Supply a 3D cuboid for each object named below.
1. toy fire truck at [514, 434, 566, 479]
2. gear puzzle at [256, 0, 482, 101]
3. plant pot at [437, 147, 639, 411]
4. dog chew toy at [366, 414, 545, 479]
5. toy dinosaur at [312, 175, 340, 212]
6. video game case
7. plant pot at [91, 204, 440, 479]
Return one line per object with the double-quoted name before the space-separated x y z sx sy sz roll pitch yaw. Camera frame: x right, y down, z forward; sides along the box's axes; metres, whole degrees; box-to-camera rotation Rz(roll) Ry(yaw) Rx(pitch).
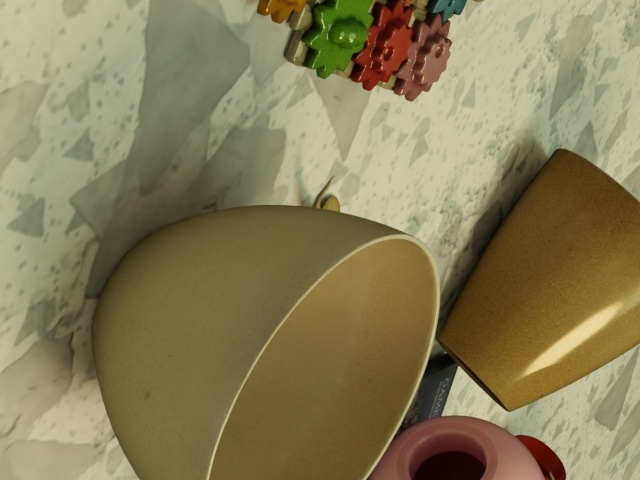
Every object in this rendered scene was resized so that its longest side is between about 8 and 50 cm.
"toy fire truck" 0.314 0.433 2.021 0.169 0.254 0.302 -41 146 -33
"gear puzzle" 0.052 -0.211 1.231 0.339 0.044 0.175 4 112 -60
"plant pot" 0.262 0.065 1.676 0.254 0.237 0.237 -43 150 -3
"dog chew toy" 0.163 0.351 1.677 0.206 0.207 0.331 -45 142 -28
"toy dinosaur" 0.000 0.000 1.347 0.183 0.053 0.092 51 54 -68
"video game case" 0.054 0.243 1.665 0.274 0.026 0.196 -15 127 -55
"plant pot" -0.066 0.086 1.147 0.284 0.191 0.284 -39 144 -36
